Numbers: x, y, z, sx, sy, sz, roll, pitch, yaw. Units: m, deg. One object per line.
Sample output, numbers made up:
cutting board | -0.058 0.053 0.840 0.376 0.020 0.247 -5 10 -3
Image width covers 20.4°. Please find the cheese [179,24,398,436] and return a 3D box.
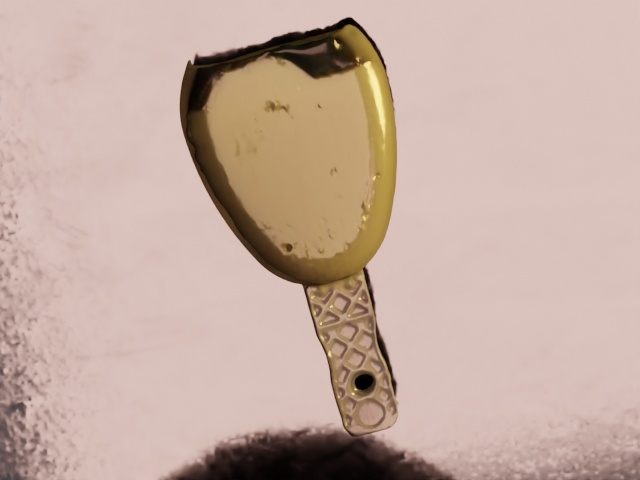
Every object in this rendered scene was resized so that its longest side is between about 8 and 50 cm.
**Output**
cheese | 0.000 0.000 1.084 0.127 0.054 0.252 -14 101 4
